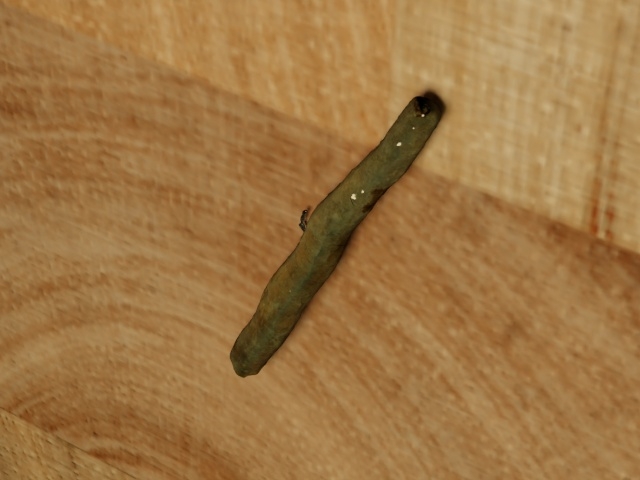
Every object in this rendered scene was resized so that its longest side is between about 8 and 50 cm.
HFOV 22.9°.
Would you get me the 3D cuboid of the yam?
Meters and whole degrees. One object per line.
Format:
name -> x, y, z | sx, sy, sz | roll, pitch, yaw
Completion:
yam -> 0.001, 0.001, 0.794 | 0.027, 0.029, 0.234 | 21, 138, -13
